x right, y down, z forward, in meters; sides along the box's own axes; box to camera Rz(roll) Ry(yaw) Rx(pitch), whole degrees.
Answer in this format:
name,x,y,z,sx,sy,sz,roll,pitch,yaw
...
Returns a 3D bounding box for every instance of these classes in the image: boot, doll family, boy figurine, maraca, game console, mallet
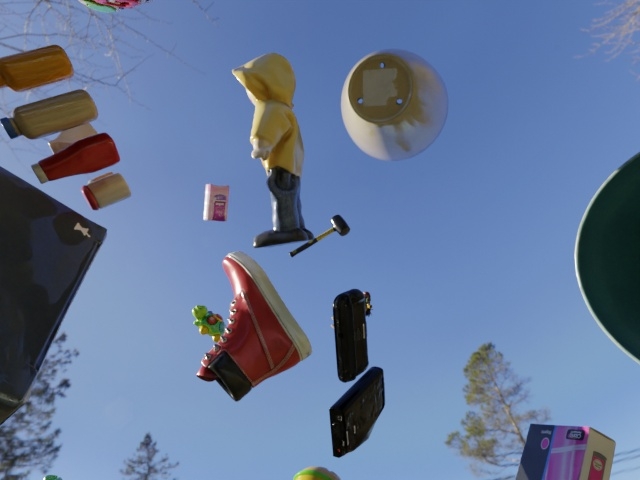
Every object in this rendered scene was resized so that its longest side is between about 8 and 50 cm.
name,x,y,z,sx,sy,sz,roll,pitch,yaw
boot,-0.152,0.138,0.701,0.176,0.244,0.088,-27,-29,-21
doll family,0.099,0.209,1.247,0.076,0.111,0.193,49,-35,-17
boy figurine,-0.069,-0.133,0.596,0.092,0.177,0.285,-9,-88,8
maraca,0.018,0.578,0.909,0.186,0.099,0.127,43,-56,1
game console,0.083,0.288,0.939,0.044,0.213,0.361,1,-81,32
mallet,0.000,0.000,1.179,0.190,0.062,0.039,-37,-31,-11

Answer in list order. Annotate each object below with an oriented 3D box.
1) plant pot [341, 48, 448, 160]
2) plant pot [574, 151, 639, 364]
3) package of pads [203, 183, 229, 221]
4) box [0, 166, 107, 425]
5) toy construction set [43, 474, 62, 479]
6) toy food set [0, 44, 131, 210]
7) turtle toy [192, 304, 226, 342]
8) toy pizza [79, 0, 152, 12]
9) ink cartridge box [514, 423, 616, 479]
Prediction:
name,x,y,z,sx,sy,sz,roll,pitch,yaw
plant pot,0.145,-0.304,0.889,0.257,0.274,0.256,3,-79,16
plant pot,0.487,0.024,0.467,0.195,0.290,0.290,6,-47,-39
package of pads,-0.233,-0.084,0.917,0.050,0.032,0.083,0,-81,-44
box,-0.501,0.133,0.502,0.395,0.293,0.212,-40,-58,17
toy construction set,-0.476,0.501,0.622,0.151,0.327,0.215,34,-14,5
toy food set,-0.337,-0.116,0.540,0.104,0.111,0.232,-32,-29,-28
turtle toy,-0.338,0.246,1.245,0.130,0.095,0.066,41,-95,-27
toy pizza,-0.342,-0.355,0.574,0.201,0.201,0.032,3,-73,-17
ink cartridge box,0.416,0.527,0.752,0.069,0.371,0.175,29,-25,1
